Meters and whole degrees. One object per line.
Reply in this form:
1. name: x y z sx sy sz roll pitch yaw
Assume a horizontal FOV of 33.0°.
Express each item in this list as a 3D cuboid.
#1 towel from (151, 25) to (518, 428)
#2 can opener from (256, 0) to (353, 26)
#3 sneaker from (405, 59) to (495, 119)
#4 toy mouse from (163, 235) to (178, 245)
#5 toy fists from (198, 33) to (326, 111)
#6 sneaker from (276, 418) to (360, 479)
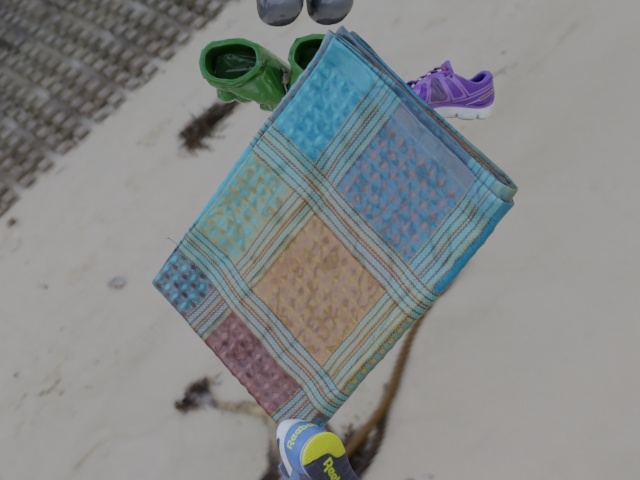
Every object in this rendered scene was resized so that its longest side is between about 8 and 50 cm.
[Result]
1. towel: 0.000 0.000 1.135 0.370 0.271 0.040 -52 -21 20
2. can opener: -0.021 -0.290 0.743 0.074 0.280 0.093 -4 1 -14
3. sneaker: 0.135 -0.188 1.338 0.170 0.071 0.068 -4 20 -17
4. toy mouse: -0.166 0.024 1.580 0.161 0.143 0.031 -49 18 31
5. toy fists: -0.046 -0.255 1.682 0.279 0.096 0.142 0 -5 19
6. sneaker: -0.001 0.214 0.975 0.059 0.144 0.053 23 50 41
